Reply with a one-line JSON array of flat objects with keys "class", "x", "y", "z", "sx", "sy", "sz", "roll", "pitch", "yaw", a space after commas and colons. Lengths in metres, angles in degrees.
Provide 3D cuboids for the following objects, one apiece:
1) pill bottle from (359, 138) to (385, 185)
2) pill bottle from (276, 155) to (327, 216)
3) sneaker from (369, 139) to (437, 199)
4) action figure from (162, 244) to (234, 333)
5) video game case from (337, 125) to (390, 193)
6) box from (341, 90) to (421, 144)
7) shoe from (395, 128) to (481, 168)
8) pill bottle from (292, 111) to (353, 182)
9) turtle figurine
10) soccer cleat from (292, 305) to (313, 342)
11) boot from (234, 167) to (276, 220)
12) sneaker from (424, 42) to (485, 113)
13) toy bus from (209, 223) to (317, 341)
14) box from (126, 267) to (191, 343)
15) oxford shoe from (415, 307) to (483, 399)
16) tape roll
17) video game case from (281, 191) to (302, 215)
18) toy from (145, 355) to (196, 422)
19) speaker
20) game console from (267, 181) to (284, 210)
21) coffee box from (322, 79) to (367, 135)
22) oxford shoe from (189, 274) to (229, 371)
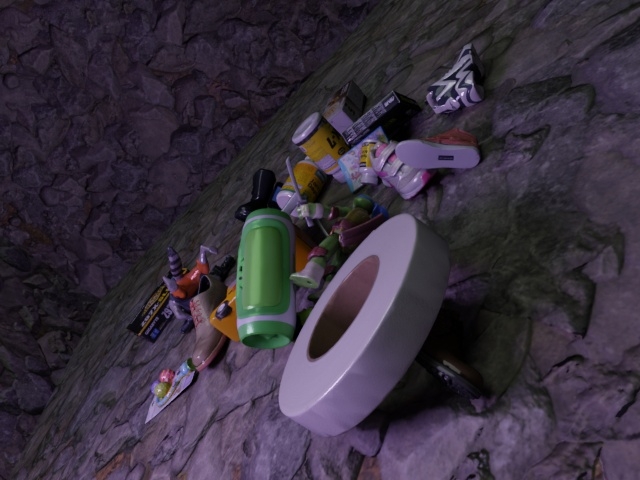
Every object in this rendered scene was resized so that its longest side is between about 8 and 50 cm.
[{"class": "pill bottle", "x": 0.139, "y": -0.211, "z": 1.268, "sx": 0.065, "sy": 0.065, "sz": 0.117, "roll": 4, "pitch": 87, "yaw": 62}, {"class": "pill bottle", "x": -0.049, "y": -0.190, "z": 1.544, "sx": 0.117, "sy": 0.117, "sz": 0.209, "roll": -14, "pitch": 41, "yaw": 53}, {"class": "sneaker", "x": 0.183, "y": -0.178, "z": 1.125, "sx": 0.103, "sy": 0.111, "sz": 0.252, "roll": -49, "pitch": 23, "yaw": -1}, {"class": "action figure", "x": -0.443, "y": 0.128, "z": 1.634, "sx": 0.341, "sy": 0.178, "sz": 0.330, "roll": -62, "pitch": 0, "yaw": -38}, {"class": "video game case", "x": 0.132, "y": -0.228, "z": 1.327, "sx": 0.166, "sy": 0.015, "sz": 0.119, "roll": -35, "pitch": 65, "yaw": 29}, {"class": "box", "x": 0.178, "y": -0.344, "z": 1.349, "sx": 0.190, "sy": 0.045, "sz": 0.184, "roll": -35, "pitch": -9, "yaw": 29}, {"class": "shoe", "x": 0.254, "y": -0.201, "z": 1.013, "sx": 0.177, "sy": 0.064, "sz": 0.081, "roll": 6, "pitch": 40, "yaw": 12}, {"class": "pill bottle", "x": 0.024, "y": -0.280, "z": 1.436, "sx": 0.119, "sy": 0.208, "sz": 0.119, "roll": -39, "pitch": 25, "yaw": 22}, {"class": "turtle figurine", "x": 0.000, "y": 0.000, "z": 1.077, "sx": 0.198, "sy": 0.274, "sz": 0.266, "roll": 101, "pitch": -169, "yaw": -63}, {"class": "soccer cleat", "x": -0.065, "y": 0.199, "z": 1.053, "sx": 0.178, "sy": 0.060, "sz": 0.072, "roll": -23, "pitch": 44, "yaw": 44}, {"class": "boot", "x": -0.229, "y": -0.162, "z": 1.677, "sx": 0.246, "sy": 0.094, "sz": 0.207, "roll": 59, "pitch": -137, "yaw": -83}, {"class": "sneaker", "x": 0.343, "y": -0.414, "z": 1.226, "sx": 0.153, "sy": 0.094, "sz": 0.235, "roll": -19, "pitch": 46, "yaw": 35}, {"class": "toy bus", "x": -0.152, "y": 0.115, "z": 1.262, "sx": 0.332, "sy": 0.108, "sz": 0.130, "roll": -44, "pitch": 23, "yaw": 10}, {"class": "box", "x": -0.671, "y": 0.268, "z": 1.982, "sx": 0.257, "sy": 0.079, "sz": 0.322, "roll": -4, "pitch": 49, "yaw": 56}, {"class": "oxford shoe", "x": 0.174, "y": 0.143, "z": 0.685, "sx": 0.096, "sy": 0.083, "sz": 0.227, "roll": -46, "pitch": 23, "yaw": 2}, {"class": "tape roll", "x": 0.064, "y": 0.128, "z": 0.785, "sx": 0.392, "sy": 0.072, "sz": 0.392, "roll": -55, "pitch": 9, "yaw": 13}, {"class": "video game case", "x": -0.121, "y": -0.048, "z": 1.299, "sx": 0.204, "sy": 0.025, "sz": 0.285, "roll": -53, "pitch": 7, "yaw": 3}, {"class": "toy", "x": -0.454, "y": 0.421, "z": 1.390, "sx": 0.237, "sy": 0.056, "sz": 0.137, "roll": -39, "pitch": 24, "yaw": 20}, {"class": "speaker", "x": -0.117, "y": 0.080, "z": 1.037, "sx": 0.131, "sy": 0.131, "sz": 0.297, "roll": -29, "pitch": 50, "yaw": 38}, {"class": "game console", "x": -0.109, "y": -0.170, "z": 1.665, "sx": 0.144, "sy": 0.124, "sz": 0.085, "roll": -74, "pitch": 7, "yaw": -45}, {"class": "coffee box", "x": 0.084, "y": -0.487, "z": 1.789, "sx": 0.141, "sy": 0.098, "sz": 0.247, "roll": -30, "pitch": 30, "yaw": 37}, {"class": "oxford shoe", "x": -0.347, "y": 0.237, "z": 1.390, "sx": 0.123, "sy": 0.130, "sz": 0.348, "roll": -41, "pitch": 24, "yaw": 18}]
